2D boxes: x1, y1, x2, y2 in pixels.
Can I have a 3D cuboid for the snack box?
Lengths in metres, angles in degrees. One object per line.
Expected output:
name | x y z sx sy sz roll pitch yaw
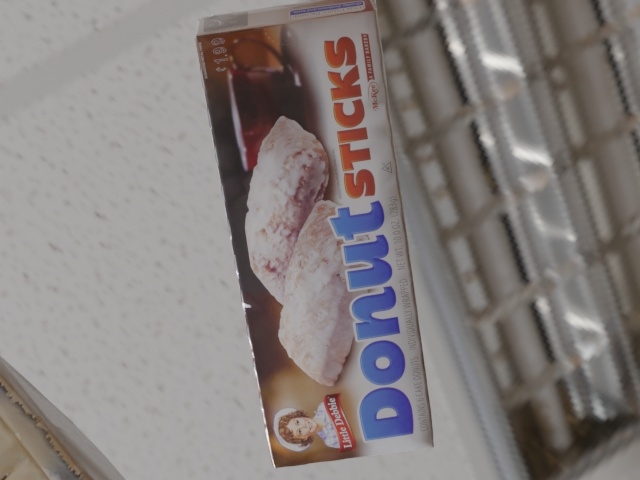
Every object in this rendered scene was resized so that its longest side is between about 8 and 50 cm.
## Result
snack box | 0.000 0.000 0.712 0.064 0.022 0.178 -8 -64 2

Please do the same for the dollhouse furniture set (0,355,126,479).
dollhouse furniture set | -0.241 0.064 0.478 0.256 0.362 0.394 -47 -54 -5
